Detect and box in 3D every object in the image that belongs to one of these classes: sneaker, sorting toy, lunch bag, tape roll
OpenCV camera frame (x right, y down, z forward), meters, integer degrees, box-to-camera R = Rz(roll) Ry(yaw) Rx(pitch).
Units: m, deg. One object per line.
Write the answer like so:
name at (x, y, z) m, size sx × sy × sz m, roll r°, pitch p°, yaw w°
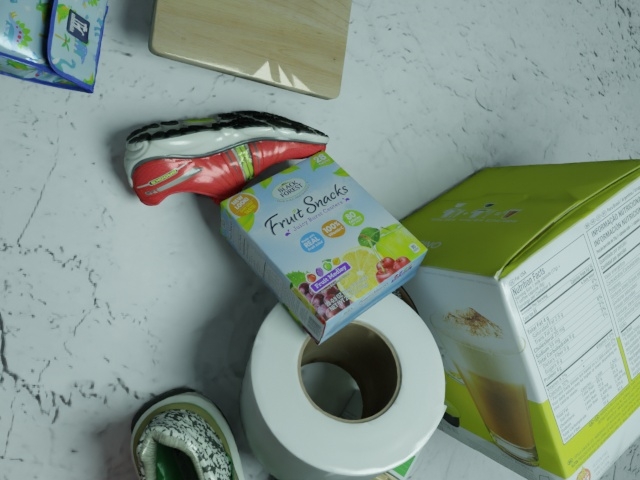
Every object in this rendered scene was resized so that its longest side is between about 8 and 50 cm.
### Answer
sneaker at (-0.123, 0.378, 0.671) m, size 0.158 × 0.182 × 0.410 m, roll -31°, pitch 82°, yaw -6°
sorting toy at (-0.090, -0.336, 0.755) m, size 0.257 × 0.089 × 0.255 m, roll 7°, pitch 91°, yaw -30°
lunch bag at (-0.319, -0.247, 0.637) m, size 0.151 × 0.096 × 0.129 m, roll 10°, pitch 86°, yaw -44°
tape roll at (0.020, 0.194, 0.754) m, size 0.246 × 0.169 × 0.246 m, roll 6°, pitch 59°, yaw -11°
sneaker at (-0.120, -0.106, 0.769) m, size 0.279 × 0.107 × 0.118 m, roll -11°, pitch 118°, yaw -25°

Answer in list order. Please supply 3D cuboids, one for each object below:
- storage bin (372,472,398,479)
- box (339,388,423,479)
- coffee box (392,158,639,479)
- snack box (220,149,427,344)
storage bin at (0.016, 0.466, 0.862) m, size 0.260 × 0.123 × 0.262 m, roll 37°, pitch 76°, yaw -26°
box at (0.094, 0.307, 0.903) m, size 0.101 × 0.102 × 0.087 m, roll 40°, pitch 73°, yaw -24°
coffee box at (0.306, 0.096, 0.870) m, size 0.338 × 0.337 × 0.334 m, roll -31°, pitch 107°, yaw -23°
snack box at (0.000, 0.000, 0.727) m, size 0.174 × 0.070 × 0.207 m, roll -32°, pitch 65°, yaw -29°
